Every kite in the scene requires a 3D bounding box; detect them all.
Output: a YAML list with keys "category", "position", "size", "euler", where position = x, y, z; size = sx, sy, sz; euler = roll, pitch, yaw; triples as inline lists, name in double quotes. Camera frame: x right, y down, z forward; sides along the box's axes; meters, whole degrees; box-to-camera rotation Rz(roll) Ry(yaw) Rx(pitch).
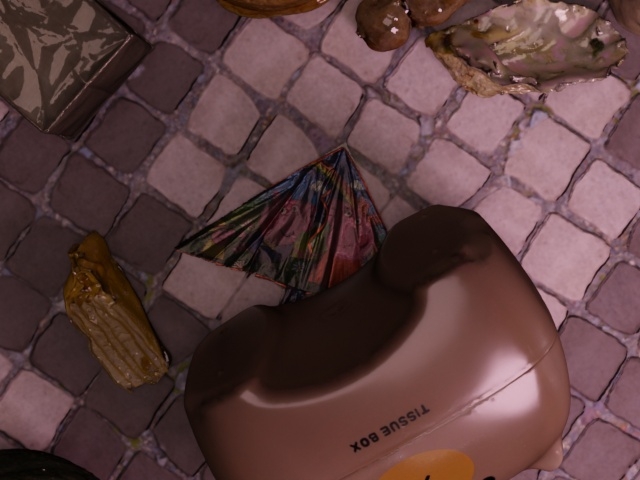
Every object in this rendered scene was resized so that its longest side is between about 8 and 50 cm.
- category: "kite"
  position: [0.000, 0.000, 1.654]
  size: [0.321, 0.016, 0.234]
  euler: [18, 93, 0]

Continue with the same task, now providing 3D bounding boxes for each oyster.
- category: "oyster"
  position: [0.236, -0.205, 1.604]
  size: [0.209, 0.072, 0.133]
  euler: [-16, 63, -10]

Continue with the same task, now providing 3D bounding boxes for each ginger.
- category: "ginger"
  position: [0.126, -0.279, 1.581]
  size: [0.204, 0.080, 0.104]
  euler: [-27, 120, 15]

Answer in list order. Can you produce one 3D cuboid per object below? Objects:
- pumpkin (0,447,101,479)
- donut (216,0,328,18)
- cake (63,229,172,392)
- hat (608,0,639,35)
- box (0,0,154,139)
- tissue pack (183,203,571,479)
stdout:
- category: "pumpkin"
  position: [-0.322, 0.396, 1.557]
  size: [0.257, 0.291, 0.328]
  euler: [-9, 109, -31]
- category: "donut"
  position: [-0.037, -0.367, 1.574]
  size: [0.208, 0.128, 0.261]
  euler: [40, 96, -1]
- category: "cake"
  position: [-0.247, 0.080, 1.657]
  size: [0.079, 0.116, 0.185]
  euler: [-33, 123, 8]
- category: "hat"
  position: [0.392, -0.304, 1.543]
  size: [0.166, 0.173, 0.144]
  euler: [-17, 86, 5]
- category: "box"
  position: [-0.328, -0.241, 1.582]
  size: [0.231, 0.149, 0.155]
  euler: [43, 93, 0]
- category: "tissue pack"
  position: [0.071, 0.163, 1.529]
  size: [0.387, 0.267, 0.277]
  euler: [-29, 109, 7]
